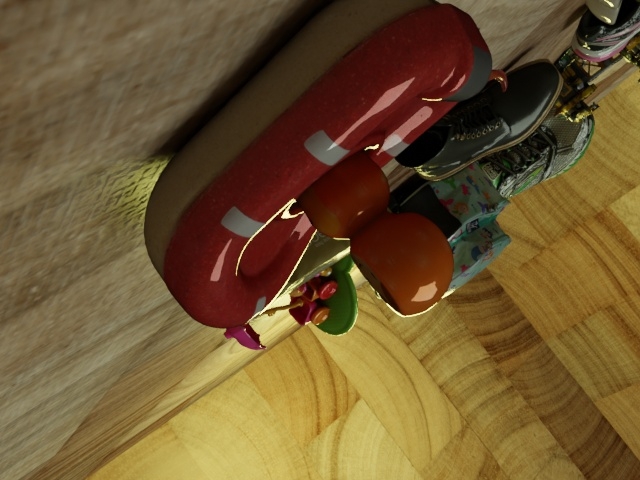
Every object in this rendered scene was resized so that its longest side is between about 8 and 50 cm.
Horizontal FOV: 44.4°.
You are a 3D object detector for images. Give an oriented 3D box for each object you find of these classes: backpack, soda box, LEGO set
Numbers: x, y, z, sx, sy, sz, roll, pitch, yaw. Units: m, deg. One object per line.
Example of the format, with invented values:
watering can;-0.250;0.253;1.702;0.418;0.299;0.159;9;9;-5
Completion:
backpack;0.199;-0.017;1.305;0.225;0.191;0.253;-44;175;40
soda box;0.000;0.000;0.894;0.181;0.058;0.061;-32;172;-39
LEGO set;0.472;-0.247;1.074;0.255;0.192;0.331;-35;172;-19

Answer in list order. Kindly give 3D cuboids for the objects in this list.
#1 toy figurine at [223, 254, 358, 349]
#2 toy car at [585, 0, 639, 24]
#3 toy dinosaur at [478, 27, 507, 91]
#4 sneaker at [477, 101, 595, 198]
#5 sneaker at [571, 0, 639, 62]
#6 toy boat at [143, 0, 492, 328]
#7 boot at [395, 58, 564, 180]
toy figurine;-0.048;0.069;0.975;0.159;0.130;0.173;-20;142;-37
toy car;0.303;-0.236;0.624;0.182;0.159;0.136;-16;121;-70
toy dinosaur;0.114;-0.131;0.593;0.082;0.090;0.047;-80;-165;-52
sneaker;0.376;-0.144;1.512;0.343;0.134;0.146;-40;172;25
sneaker;0.364;-0.275;0.882;0.178;0.072;0.077;-44;161;8
toy boat;0.015;-0.021;0.447;0.231;0.151;0.151;-41;172;23
boot;0.178;-0.133;0.875;0.198;0.077;0.137;-41;167;18
